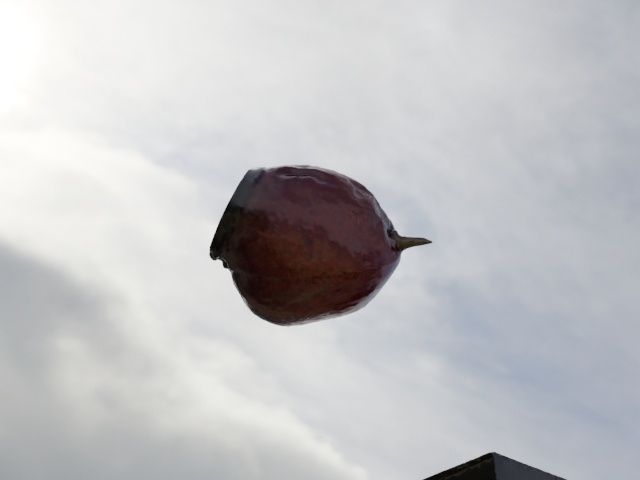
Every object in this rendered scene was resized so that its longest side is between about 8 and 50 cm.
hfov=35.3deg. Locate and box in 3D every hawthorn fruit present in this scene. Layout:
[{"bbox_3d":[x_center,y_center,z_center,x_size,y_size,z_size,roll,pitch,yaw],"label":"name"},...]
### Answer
[{"bbox_3d":[0.000,0.000,1.155,0.251,0.190,0.189,-2,-35,-1],"label":"hawthorn fruit"}]

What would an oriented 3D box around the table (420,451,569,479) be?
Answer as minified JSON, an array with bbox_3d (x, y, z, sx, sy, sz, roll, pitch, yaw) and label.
[{"bbox_3d":[0.225,0.412,1.319,0.169,0.193,0.172,26,-44,-34],"label":"table"}]
